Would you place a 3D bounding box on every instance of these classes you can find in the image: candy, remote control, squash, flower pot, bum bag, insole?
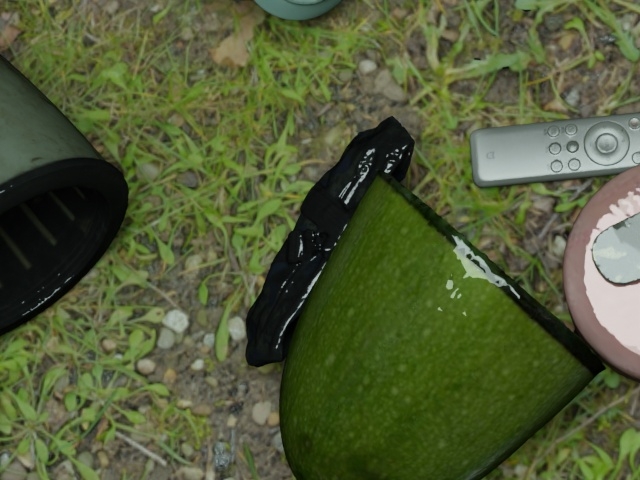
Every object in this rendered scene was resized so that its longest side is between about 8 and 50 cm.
[{"bbox_3d":[0.370,0.040,1.929,0.255,0.094,0.255,-2,80,9],"label":"candy"},{"bbox_3d":[0.293,-0.102,2.001,0.261,0.029,0.067,-5,79,9],"label":"remote control"},{"bbox_3d":[0.073,0.136,1.864,0.310,0.310,0.309,43,92,14],"label":"squash"},{"bbox_3d":[-0.417,-0.092,2.002,0.293,0.293,0.330,-40,71,1],"label":"flower pot"},{"bbox_3d":[0.000,0.000,1.989,0.074,0.137,0.310,34,87,-19],"label":"bum bag"},{"bbox_3d":[0.393,-0.030,1.882,0.248,0.011,0.081,-28,76,3],"label":"insole"}]

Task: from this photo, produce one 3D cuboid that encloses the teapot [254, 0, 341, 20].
[{"bbox_3d":[-0.039,-0.338,2.057,0.232,0.159,0.159,-38,76,-11],"label":"teapot"}]
